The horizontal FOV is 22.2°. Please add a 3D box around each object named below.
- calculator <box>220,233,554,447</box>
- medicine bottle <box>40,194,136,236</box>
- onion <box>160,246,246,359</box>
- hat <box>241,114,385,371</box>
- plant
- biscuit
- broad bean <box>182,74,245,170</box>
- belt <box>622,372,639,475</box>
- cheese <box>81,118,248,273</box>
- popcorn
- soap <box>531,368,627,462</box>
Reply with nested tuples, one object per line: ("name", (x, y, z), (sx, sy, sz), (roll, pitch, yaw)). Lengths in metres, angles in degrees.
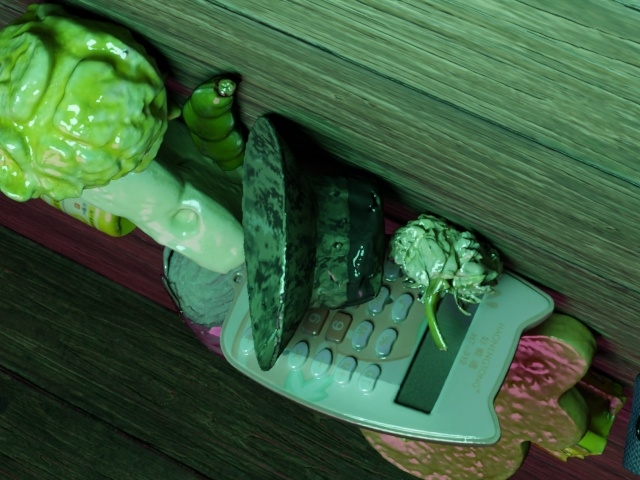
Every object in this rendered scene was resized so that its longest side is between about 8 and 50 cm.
("calculator", (0.056, 0.086, 1.649), (0.329, 0.220, 0.048), (19, 157, 19))
("medicine bottle", (-0.313, -0.100, 2.023), (0.212, 0.122, 0.122), (26, 170, 13))
("onion", (-0.105, 0.064, 2.097), (0.207, 0.201, 0.200), (26, 170, 24))
("hat", (0.000, 0.000, 1.561), (0.128, 0.265, 0.265), (-2, 173, -7))
("plant", (0.114, 0.041, 1.587), (0.116, 0.122, 0.104), (19, 180, 13))
("biscuit", (0.165, 0.162, 1.825), (0.275, 0.052, 0.355), (27, 140, 2))
("broad bean", (-0.104, -0.117, 1.586), (0.060, 0.043, 0.297), (18, 169, 3))
("belt", (0.380, 0.174, 1.511), (0.139, 0.126, 0.230), (5, -179, -27))
("cheese", (-0.179, -0.071, 1.721), (0.263, 0.093, 0.159), (34, -158, -23))
("popcorn", (-0.229, -0.132, 1.539), (0.185, 0.167, 0.187), (5, -154, 1))
("soap", (0.198, 0.152, 1.971), (0.324, 0.096, 0.204), (29, 170, -2))
